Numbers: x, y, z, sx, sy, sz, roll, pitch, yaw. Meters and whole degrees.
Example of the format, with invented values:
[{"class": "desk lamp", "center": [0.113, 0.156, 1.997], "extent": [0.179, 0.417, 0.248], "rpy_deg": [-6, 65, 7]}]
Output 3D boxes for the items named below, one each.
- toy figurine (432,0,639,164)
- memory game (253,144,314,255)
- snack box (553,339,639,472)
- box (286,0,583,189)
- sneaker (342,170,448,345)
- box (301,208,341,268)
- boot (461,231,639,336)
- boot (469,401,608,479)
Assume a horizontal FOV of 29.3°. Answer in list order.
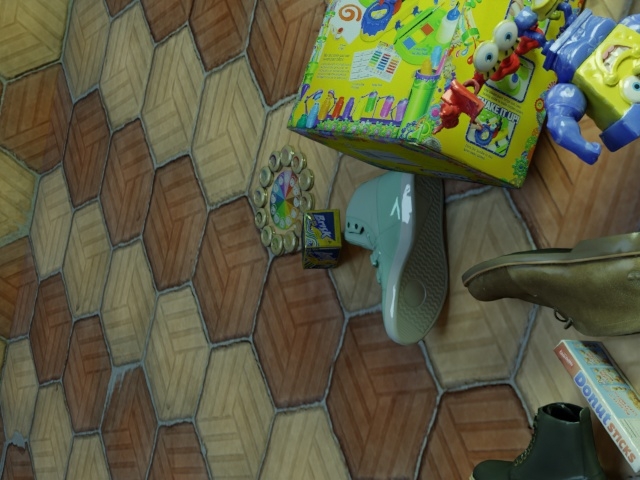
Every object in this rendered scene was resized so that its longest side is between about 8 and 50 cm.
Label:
[{"class": "toy figurine", "center": [0.315, -0.188, 1.316], "extent": [0.217, 0.362, 0.191], "rpy_deg": [42, 161, 8]}, {"class": "memory game", "center": [-0.063, -0.066, 2.029], "extent": [0.186, 0.012, 0.186], "rpy_deg": [-11, 77, 56]}, {"class": "snack box", "center": [0.328, 0.180, 1.354], "extent": [0.022, 0.064, 0.178], "rpy_deg": [-60, 41, 32]}, {"class": "box", "center": [0.140, -0.233, 1.536], "extent": [0.290, 0.177, 0.279], "rpy_deg": [15, 86, 57]}, {"class": "sneaker", "center": [0.096, 0.026, 1.699], "extent": [0.151, 0.094, 0.255], "rpy_deg": [-14, 65, 50]}, {"class": "box", "center": [0.000, 0.000, 1.817], "extent": [0.169, 0.054, 0.059], "rpy_deg": [97, 170, -78]}, {"class": "boot", "center": [0.279, 0.061, 1.415], "extent": [0.305, 0.112, 0.115], "rpy_deg": [-11, 88, 54]}, {"class": "boot", "center": [0.249, 0.242, 1.422], "extent": [0.198, 0.077, 0.137], "rpy_deg": [0, 110, 45]}]
